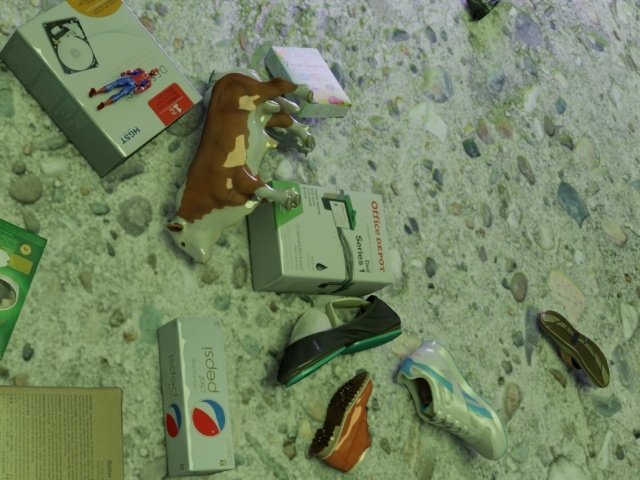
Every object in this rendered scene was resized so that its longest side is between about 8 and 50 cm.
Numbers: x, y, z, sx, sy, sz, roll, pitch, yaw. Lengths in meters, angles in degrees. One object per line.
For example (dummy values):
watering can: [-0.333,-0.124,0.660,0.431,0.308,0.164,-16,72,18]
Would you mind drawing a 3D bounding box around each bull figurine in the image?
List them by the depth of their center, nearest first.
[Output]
bull figurine: [-0.119,-0.113,1.537,0.189,0.101,0.310,7,73,10]

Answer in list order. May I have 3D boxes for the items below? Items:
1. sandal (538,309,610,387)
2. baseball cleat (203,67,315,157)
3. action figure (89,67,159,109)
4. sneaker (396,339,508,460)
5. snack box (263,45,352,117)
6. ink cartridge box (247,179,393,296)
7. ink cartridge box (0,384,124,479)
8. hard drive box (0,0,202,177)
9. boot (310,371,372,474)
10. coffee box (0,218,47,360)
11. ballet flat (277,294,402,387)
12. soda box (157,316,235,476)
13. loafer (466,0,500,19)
sandal: [0.476,0.208,1.942,0.180,0.049,0.072,44,45,5]
baseball cleat: [-0.090,-0.218,1.681,0.206,0.072,0.109,25,59,-27]
action figure: [-0.274,-0.222,1.463,0.115,0.030,0.038,-36,90,-41]
sneaker: [0.216,0.280,1.703,0.092,0.087,0.228,-39,89,-33]
snack box: [-0.022,-0.269,1.743,0.100,0.037,0.141,-4,52,-38]
ink cartridge box: [0.000,0.000,1.645,0.220,0.093,0.160,4,70,-34]
ink cartridge box: [-0.346,0.302,1.275,0.193,0.088,0.234,9,66,-35]
hard drive box: [-0.320,-0.240,1.512,0.232,0.089,0.181,50,52,-9]
boot: [0.052,0.284,1.596,0.085,0.059,0.157,39,62,-21]
coffee box: [-0.439,0.058,1.336,0.113,0.040,0.184,26,58,-25]
ballet flat: [0.015,0.148,1.606,0.280,0.095,0.096,-16,72,-49]
soda box: [-0.177,0.220,1.444,0.074,0.069,0.216,5,68,-34]
loafer: [0.358,-0.528,2.140,0.061,0.062,0.170,46,51,-6]
